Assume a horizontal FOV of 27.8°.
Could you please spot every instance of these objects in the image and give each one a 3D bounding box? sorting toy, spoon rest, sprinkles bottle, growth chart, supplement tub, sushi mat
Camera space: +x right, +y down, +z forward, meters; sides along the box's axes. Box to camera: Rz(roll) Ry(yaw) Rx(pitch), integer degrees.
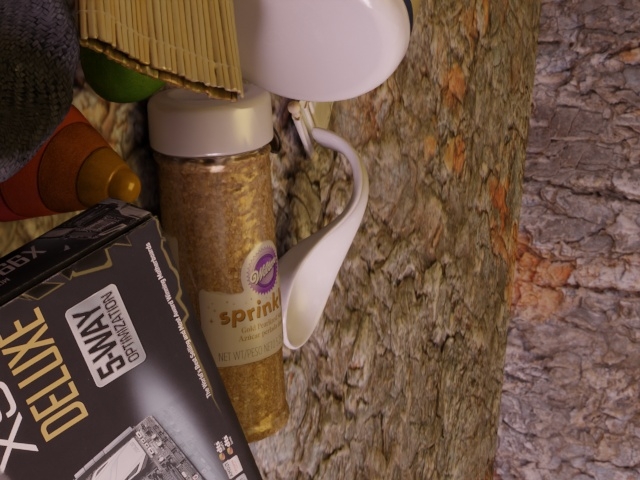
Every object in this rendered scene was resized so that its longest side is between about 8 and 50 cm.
[{"bbox_3d":[-0.127,-0.144,1.060,0.365,0.126,0.127,-54,148,-27],"label":"sorting toy"},{"bbox_3d":[0.000,0.000,1.597,0.137,0.084,0.276,39,62,-68],"label":"spoon rest"},{"bbox_3d":[-0.100,0.025,1.302,0.121,0.121,0.355,-43,134,-62],"label":"sprinkles bottle"},{"bbox_3d":[0.003,-0.221,1.659,0.172,0.021,0.237,76,26,-58],"label":"growth chart"},{"bbox_3d":[0.013,-0.332,1.392,0.228,0.228,0.316,68,32,-50],"label":"supplement tub"},{"bbox_3d":[-0.134,-0.266,1.033,0.151,0.019,0.316,16,57,-42],"label":"sushi mat"}]

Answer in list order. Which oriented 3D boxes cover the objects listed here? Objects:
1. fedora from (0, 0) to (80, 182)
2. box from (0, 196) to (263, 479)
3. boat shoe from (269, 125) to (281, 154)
[{"bbox_3d":[-0.248,-0.112,0.778,0.334,0.152,0.334,9,90,-75],"label":"fedora"},{"bbox_3d":[-0.181,0.159,0.930,0.242,0.076,0.307,-32,120,-26],"label":"box"},{"bbox_3d":[-0.077,-0.133,1.455,0.125,0.038,0.046,62,37,-56],"label":"boat shoe"}]
